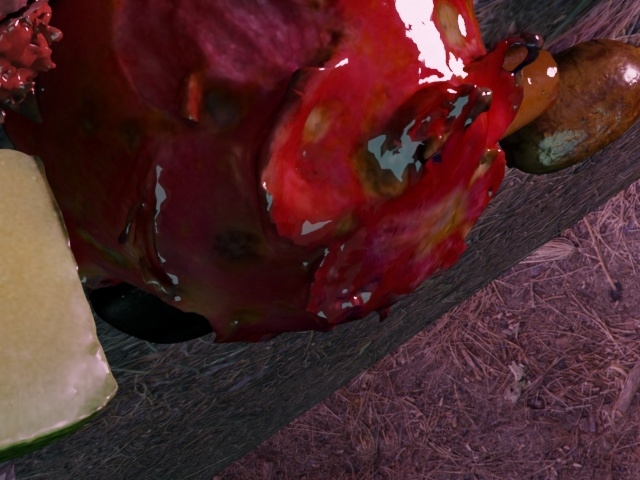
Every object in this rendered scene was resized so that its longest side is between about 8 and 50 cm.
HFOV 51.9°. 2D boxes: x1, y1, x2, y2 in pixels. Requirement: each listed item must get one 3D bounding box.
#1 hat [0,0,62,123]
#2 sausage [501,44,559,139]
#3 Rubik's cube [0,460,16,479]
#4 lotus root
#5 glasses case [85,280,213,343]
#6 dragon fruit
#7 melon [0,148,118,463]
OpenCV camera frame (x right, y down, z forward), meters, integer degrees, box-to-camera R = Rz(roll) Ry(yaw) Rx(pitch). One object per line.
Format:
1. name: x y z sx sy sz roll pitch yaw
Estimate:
1. hat: -0.177 -0.134 0.226 0.236 0.107 0.286 -14 154 -5
2. sausage: 0.152 -0.145 0.754 0.270 0.109 0.109 -24 160 -26
3. Rubik's cube: -0.361 0.195 0.515 0.233 0.229 0.228 -24 178 -44
4. lotus root: 0.357 -0.189 0.903 0.260 0.145 0.128 -31 -159 0
5. glasses case: -0.165 0.065 0.767 0.122 0.082 0.321 -22 166 -2
6. dragon fruit: -0.014 -0.061 0.496 0.386 0.249 0.371 -16 151 -46
7. melon: -0.308 0.011 0.287 0.343 0.331 0.226 -3 110 -43
